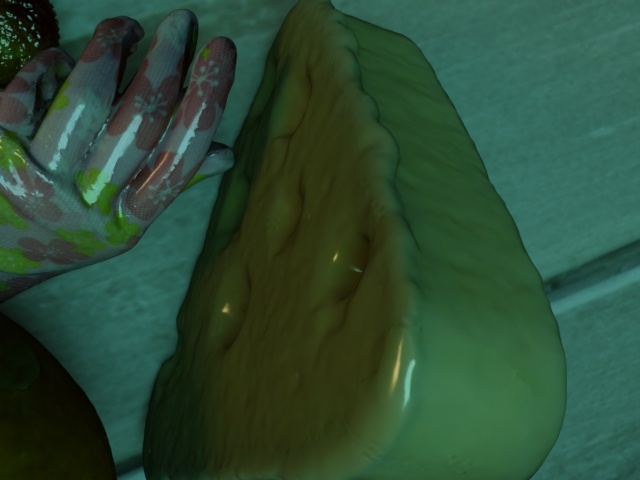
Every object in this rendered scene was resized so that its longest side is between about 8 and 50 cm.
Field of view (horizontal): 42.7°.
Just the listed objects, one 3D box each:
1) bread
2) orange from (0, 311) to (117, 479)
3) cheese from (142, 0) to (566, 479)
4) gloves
[{"bbox_3d":[-0.222,-0.145,0.563,0.085,0.053,0.085,-3,101,-15],"label":"bread"},{"bbox_3d":[-0.260,0.124,0.481,0.334,0.262,0.196,26,87,-7],"label":"orange"},{"bbox_3d":[0.000,0.000,0.557,0.104,0.384,0.384,16,96,-24],"label":"cheese"},{"bbox_3d":[-0.153,-0.051,0.545,0.241,0.126,0.145,-32,116,20],"label":"gloves"}]
